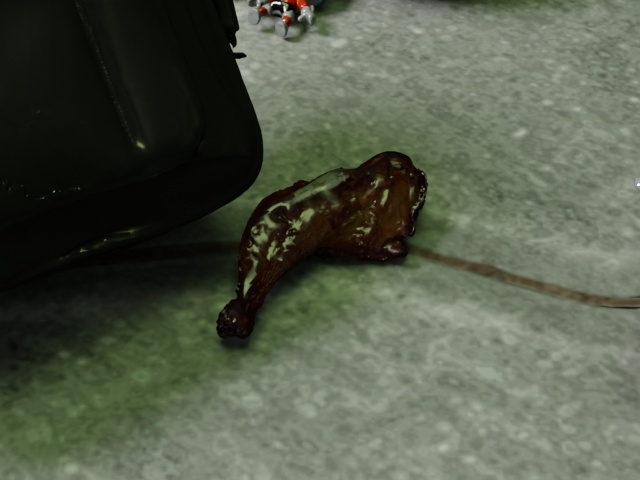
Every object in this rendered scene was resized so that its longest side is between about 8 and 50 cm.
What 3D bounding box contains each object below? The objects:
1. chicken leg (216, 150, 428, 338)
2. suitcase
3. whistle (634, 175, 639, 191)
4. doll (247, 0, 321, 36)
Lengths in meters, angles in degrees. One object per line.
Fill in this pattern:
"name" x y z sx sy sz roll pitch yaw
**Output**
"chicken leg" -0.003 -0.005 0.910 0.205 0.053 0.093 -29 64 -26
"suitcase" -0.220 -0.142 0.839 0.339 0.345 0.188 -23 7 -31
"whistle" 0.272 0.002 0.862 0.142 0.133 0.346 -18 27 13
"doll" -0.017 -0.216 1.157 0.057 0.039 0.114 -2 41 39
